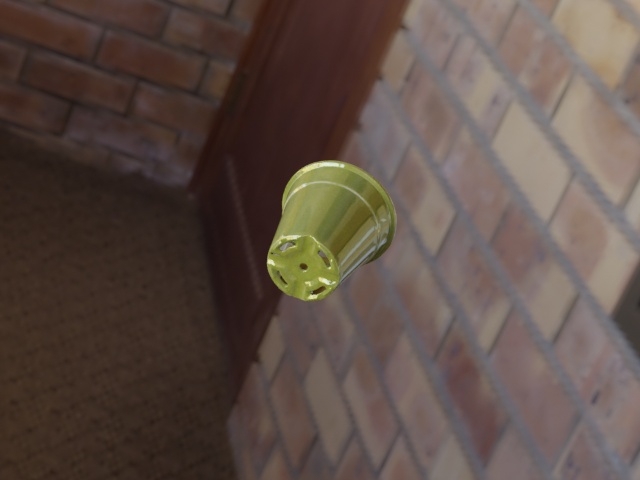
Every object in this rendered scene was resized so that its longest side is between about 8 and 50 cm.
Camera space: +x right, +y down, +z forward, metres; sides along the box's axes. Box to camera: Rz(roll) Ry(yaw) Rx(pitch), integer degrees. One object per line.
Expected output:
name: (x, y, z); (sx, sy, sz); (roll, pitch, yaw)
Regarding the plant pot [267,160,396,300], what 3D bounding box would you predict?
plant pot: (0.000, 0.000, 1.109); (0.083, 0.083, 0.079); (26, 35, 6)
